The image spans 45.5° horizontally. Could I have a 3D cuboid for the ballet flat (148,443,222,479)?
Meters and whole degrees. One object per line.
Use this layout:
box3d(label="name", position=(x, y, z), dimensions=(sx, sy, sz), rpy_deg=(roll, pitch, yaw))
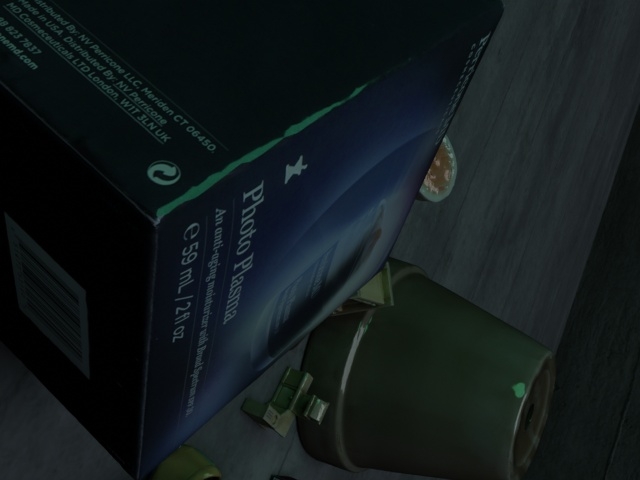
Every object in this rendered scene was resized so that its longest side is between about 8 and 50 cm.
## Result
box3d(label="ballet flat", position=(-0.167, 0.322, 0.763), dimensions=(0.080, 0.073, 0.232), rpy_deg=(38, 70, -58))

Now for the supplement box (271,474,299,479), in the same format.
box3d(label="supplement box", position=(-0.050, 0.360, 1.014), dimensions=(0.055, 0.043, 0.083), rpy_deg=(39, 70, -58))

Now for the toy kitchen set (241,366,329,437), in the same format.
box3d(label="toy kitchen set", position=(-0.037, 0.194, 0.936), dimensions=(0.083, 0.068, 0.075), rpy_deg=(-63, 149, -22))

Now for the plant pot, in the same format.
box3d(label="plant pot", position=(0.167, 0.209, 1.085), dimensions=(0.323, 0.281, 0.323), rpy_deg=(-35, 133, -49))

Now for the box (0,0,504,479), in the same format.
box3d(label="box", position=(-0.064, -0.041, 0.527), dimensions=(0.294, 0.183, 0.296), rpy_deg=(-39, 160, -35))

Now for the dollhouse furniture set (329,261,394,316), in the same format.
box3d(label="dollhouse furniture set", position=(0.000, 0.000, 0.926), dimensions=(0.182, 0.101, 0.160), rpy_deg=(22, 59, -60))

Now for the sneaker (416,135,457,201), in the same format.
box3d(label="sneaker", position=(0.043, -0.165, 0.892), dimensions=(0.108, 0.121, 0.302), rpy_deg=(-48, 121, -28))

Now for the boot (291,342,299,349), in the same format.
box3d(label="boot", position=(-0.056, 0.114, 0.848), dimensions=(0.106, 0.037, 0.114), rpy_deg=(-58, 155, -2))
